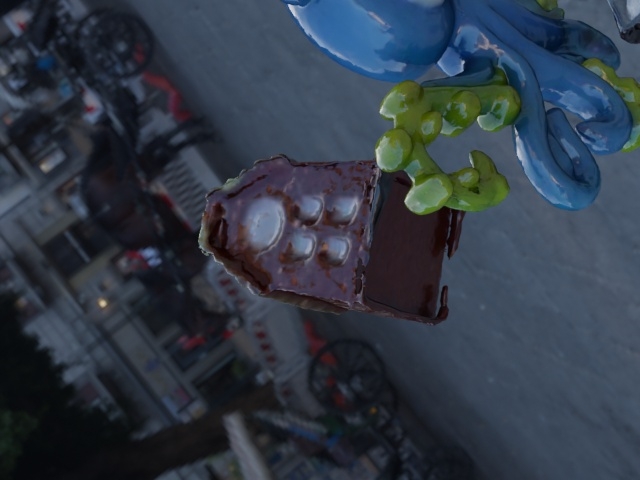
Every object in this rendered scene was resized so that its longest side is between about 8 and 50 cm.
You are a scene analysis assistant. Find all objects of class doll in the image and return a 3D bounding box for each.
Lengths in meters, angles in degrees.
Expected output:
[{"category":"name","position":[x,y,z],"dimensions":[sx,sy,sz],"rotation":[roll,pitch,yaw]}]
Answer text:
[{"category":"doll","position":[0.102,-0.168,0.890],"dimensions":[0.099,0.341,0.346],"rotation":[-57,43,42]}]

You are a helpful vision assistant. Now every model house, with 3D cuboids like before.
[{"category":"model house","position":[0.000,0.000,1.282],"dimensions":[0.254,0.160,0.196],"rotation":[1,171,33]}]

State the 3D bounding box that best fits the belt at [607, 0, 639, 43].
[{"category":"belt","position":[0.393,-0.321,1.230],"dimensions":[0.289,0.184,0.164],"rotation":[126,132,-80]}]
